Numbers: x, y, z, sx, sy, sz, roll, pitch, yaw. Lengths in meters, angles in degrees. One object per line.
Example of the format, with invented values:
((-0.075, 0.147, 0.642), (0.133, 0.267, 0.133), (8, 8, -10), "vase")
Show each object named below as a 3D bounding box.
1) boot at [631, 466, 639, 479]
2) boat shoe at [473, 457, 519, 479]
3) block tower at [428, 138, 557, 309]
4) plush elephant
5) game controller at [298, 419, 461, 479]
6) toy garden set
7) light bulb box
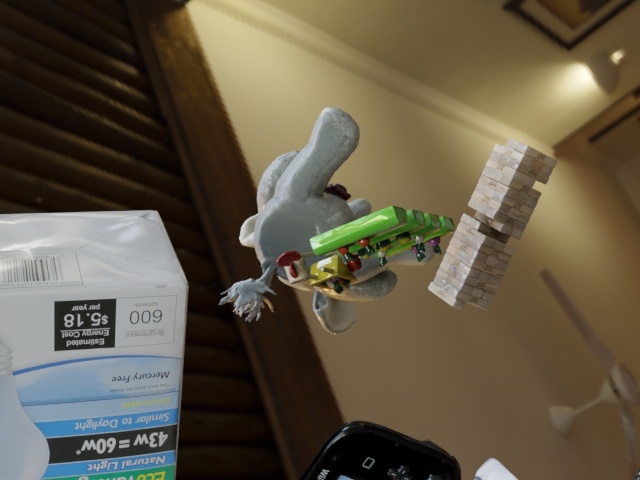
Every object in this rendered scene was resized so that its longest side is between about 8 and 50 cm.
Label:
((0.444, 0.483, 1.309), (0.131, 0.260, 0.348), (28, -143, 2), "boot")
((0.134, 0.228, 0.668), (0.095, 0.084, 0.258), (51, 179, 7), "boat shoe")
((0.336, -0.027, 1.788), (0.097, 0.335, 0.091), (20, -171, -32), "block tower")
((0.000, 0.000, 1.454), (0.272, 0.330, 0.255), (49, -174, 4), "plush elephant")
((0.027, 0.341, 1.081), (0.166, 0.319, 0.067), (19, -152, -21), "game controller")
((0.048, 0.022, 1.146), (0.244, 0.203, 0.049), (4, -114, -66), "toy garden set")
((-0.368, 0.169, 1.159), (0.357, 0.361, 0.225), (-2, -154, -19), "light bulb box")
